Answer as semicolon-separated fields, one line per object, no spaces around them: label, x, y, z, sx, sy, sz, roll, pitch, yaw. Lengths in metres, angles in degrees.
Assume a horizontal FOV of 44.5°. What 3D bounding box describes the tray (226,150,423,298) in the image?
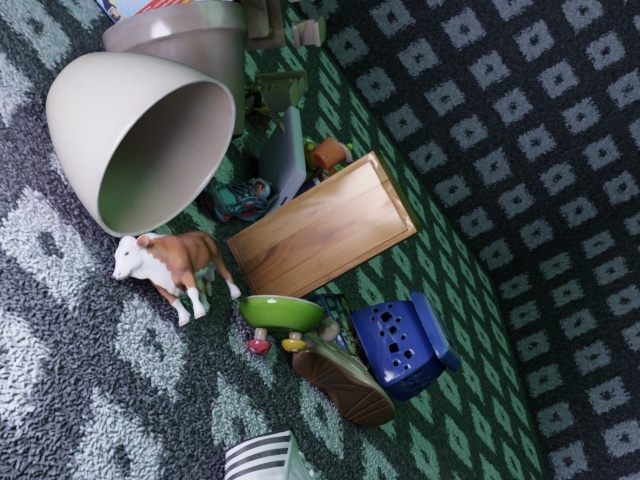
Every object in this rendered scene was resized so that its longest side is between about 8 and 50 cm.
tray;0.003;-0.011;1.773;0.203;0.410;0.076;62;20;7

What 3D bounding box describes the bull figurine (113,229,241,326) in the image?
bull figurine;-0.265;0.058;1.484;0.189;0.101;0.310;64;21;0

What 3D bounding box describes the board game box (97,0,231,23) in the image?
board game box;-0.390;-0.641;1.875;0.302;0.308;0.086;51;19;-24

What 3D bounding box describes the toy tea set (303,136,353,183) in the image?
toy tea set;0.026;-0.209;2.145;0.200;0.124;0.336;54;-16;-15

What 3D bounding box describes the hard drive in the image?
hard drive;-0.108;-0.199;2.103;0.040;0.203;0.308;21;35;-22

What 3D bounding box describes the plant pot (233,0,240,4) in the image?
plant pot;-0.258;-0.816;2.559;0.291;0.290;0.203;59;2;-1

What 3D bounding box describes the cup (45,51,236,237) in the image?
cup;-0.350;-0.205;1.408;0.237;0.331;0.331;37;13;19

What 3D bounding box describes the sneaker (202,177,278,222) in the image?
sneaker;-0.188;-0.116;1.888;0.104;0.125;0.262;62;19;8

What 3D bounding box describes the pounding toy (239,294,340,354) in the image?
pounding toy;-0.077;0.201;1.693;0.237;0.182;0.110;36;55;-56

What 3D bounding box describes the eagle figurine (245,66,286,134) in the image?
eagle figurine;-0.264;-0.370;2.052;0.298;0.225;0.226;-7;20;-38

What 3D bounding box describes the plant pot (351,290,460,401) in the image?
plant pot;0.244;0.281;2.136;0.236;0.212;0.236;43;22;-60

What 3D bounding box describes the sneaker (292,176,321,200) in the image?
sneaker;-0.061;-0.084;2.170;0.283;0.124;0.107;100;-34;-69

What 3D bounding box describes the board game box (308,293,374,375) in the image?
board game box;0.066;0.259;2.101;0.243;0.042;0.165;65;20;14

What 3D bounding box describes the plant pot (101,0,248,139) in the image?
plant pot;-0.294;-0.351;1.759;0.323;0.323;0.281;-26;102;-71

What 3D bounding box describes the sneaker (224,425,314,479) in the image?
sneaker;-0.004;0.478;1.412;0.447;0.169;0.258;41;28;-38

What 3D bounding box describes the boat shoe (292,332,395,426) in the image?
boat shoe;0.064;0.326;1.879;0.341;0.121;0.110;47;24;-30

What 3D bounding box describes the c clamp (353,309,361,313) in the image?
c clamp;0.139;0.269;2.300;0.137;0.022;0.161;31;34;-55

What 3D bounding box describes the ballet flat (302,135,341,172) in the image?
ballet flat;-0.013;-0.264;2.642;0.248;0.086;0.086;34;31;-49

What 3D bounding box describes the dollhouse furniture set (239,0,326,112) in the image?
dollhouse furniture set;-0.160;-0.609;2.367;0.256;0.361;0.394;-73;157;-64
